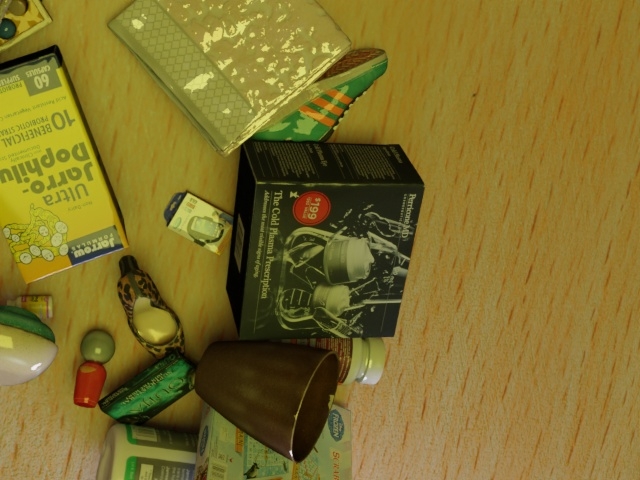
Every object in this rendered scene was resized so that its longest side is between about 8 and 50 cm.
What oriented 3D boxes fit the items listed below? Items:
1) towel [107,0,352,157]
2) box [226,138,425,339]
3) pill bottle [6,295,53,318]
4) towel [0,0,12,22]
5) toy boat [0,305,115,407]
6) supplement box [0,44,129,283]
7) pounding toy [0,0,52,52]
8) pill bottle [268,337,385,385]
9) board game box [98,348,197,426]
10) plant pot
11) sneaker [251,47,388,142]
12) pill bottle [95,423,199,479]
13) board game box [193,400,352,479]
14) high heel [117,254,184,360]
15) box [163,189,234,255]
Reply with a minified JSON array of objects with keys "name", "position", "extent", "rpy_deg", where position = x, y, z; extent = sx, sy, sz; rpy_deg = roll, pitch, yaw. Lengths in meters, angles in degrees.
[{"name":"towel","position":[-0.165,-0.370,1.773],"extent":[0.317,0.053,0.332],"rpy_deg":[-42,90,-1]},{"name":"box","position":[0.000,0.000,1.863],"extent":[0.312,0.179,0.343],"rpy_deg":[-1,121,-15]},{"name":"pill bottle","position":[-0.551,0.127,1.874],"extent":[0.083,0.043,0.043],"rpy_deg":[-1,105,-14]},{"name":"towel","position":[-0.587,-0.369,1.603],"extent":[0.049,0.187,0.282],"rpy_deg":[41,63,-55]},{"name":"toy boat","position":[-0.534,0.201,1.830],"extent":[0.318,0.267,0.148],"rpy_deg":[25,61,-33]},{"name":"supplement box","position":[-0.490,-0.139,1.736],"extent":[0.194,0.195,0.357],"rpy_deg":[-20,109,-8]},{"name":"pounding toy","position":[-0.531,-0.414,1.701],"extent":[0.141,0.100,0.130],"rpy_deg":[-32,110,-4]},{"name":"pill bottle","position":[0.012,0.229,2.002],"extent":[0.221,0.121,0.121],"rpy_deg":[11,102,-16]},{"name":"board game box","position":[-0.328,0.296,1.946],"extent":[0.186,0.026,0.126],"rpy_deg":[-34,144,2]},{"name":"plant pot","position":[-0.110,0.274,1.848],"extent":[0.230,0.215,0.216],"rpy_deg":[17,103,18]},{"name":"sneaker","position":[0.004,-0.258,1.884],"extent":[0.302,0.108,0.121],"rpy_deg":[-29,120,-3]},{"name":"pill bottle","position":[-0.253,0.487,1.960],"extent":[0.360,0.204,0.204],"rpy_deg":[12,102,-18]},{"name":"board game box","position":[-0.085,0.418,1.933],"extent":[0.318,0.319,0.066],"rpy_deg":[25,126,-18]},{"name":"high heel","position":[-0.315,0.164,1.867],"extent":[0.093,0.186,0.261],"rpy_deg":[-26,110,-8]},{"name":"box","position":[-0.234,-0.037,1.918],"extent":[0.136,0.028,0.081],"rpy_deg":[28,97,-21]}]
